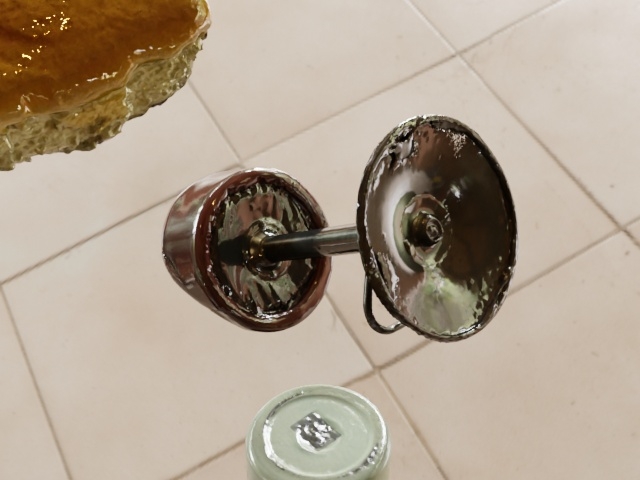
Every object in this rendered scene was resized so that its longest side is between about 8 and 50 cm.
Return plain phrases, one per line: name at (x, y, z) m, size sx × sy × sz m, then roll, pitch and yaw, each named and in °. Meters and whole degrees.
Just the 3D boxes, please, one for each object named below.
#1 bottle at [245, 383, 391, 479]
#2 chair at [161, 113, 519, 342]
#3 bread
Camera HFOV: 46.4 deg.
bottle at (0.003, 0.417, 1.123) m, size 0.229 × 0.351 × 0.229 m, roll 0°, pitch 31°, yaw 0°
chair at (0.000, 0.000, 0.871) m, size 0.401 × 0.226 × 0.226 m, roll -6°, pitch 49°, yaw 51°
bread at (-0.218, -0.169, 0.628) m, size 0.246 × 0.121 × 0.174 m, roll -32°, pitch 76°, yaw -20°
